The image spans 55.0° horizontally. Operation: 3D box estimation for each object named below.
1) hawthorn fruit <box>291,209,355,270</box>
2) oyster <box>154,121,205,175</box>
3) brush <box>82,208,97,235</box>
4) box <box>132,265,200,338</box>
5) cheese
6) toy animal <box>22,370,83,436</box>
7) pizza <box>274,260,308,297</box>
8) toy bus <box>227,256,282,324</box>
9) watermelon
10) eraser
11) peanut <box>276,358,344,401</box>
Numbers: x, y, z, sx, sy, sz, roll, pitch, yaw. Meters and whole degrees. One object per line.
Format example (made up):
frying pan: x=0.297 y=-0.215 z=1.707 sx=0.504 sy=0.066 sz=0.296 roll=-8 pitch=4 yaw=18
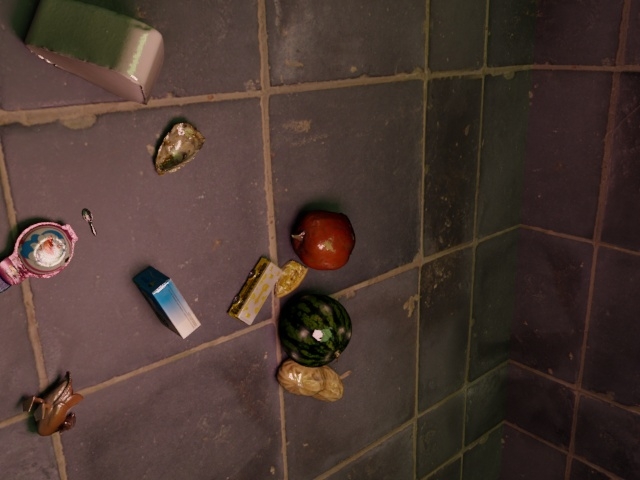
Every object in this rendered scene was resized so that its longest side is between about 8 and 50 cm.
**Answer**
hawthorn fruit: x=0.000 y=0.000 z=2.144 sx=0.250 sy=0.215 sz=0.215 roll=10 pitch=96 yaw=-45
oyster: x=-0.415 y=-0.260 z=1.784 sx=0.105 sy=0.056 sz=0.177 roll=31 pitch=80 yaw=-32
brush: x=-0.630 y=-0.049 z=1.683 sx=0.024 sy=0.008 sz=0.083 roll=-33 pitch=123 yaw=-35
box: x=-0.456 y=0.183 z=1.823 sx=0.073 sy=0.139 sz=0.194 roll=-41 pitch=127 yaw=-25
cheese: x=-0.738 y=0.044 z=1.577 sx=0.244 sy=0.062 sz=0.155 roll=-38 pitch=127 yaw=-27
toy animal: x=-0.722 y=0.459 z=1.714 sx=0.188 sy=0.089 sz=0.179 roll=-61 pitch=150 yaw=-11
pizza: x=-0.109 y=0.135 z=2.197 sx=0.160 sy=0.036 sz=0.099 roll=-44 pitch=128 yaw=-24
toy bus: x=-0.220 y=0.173 z=2.082 sx=0.081 sy=0.074 sz=0.226 roll=44 pitch=72 yaw=-42
watermelon: x=-0.017 y=0.317 z=2.197 sx=0.269 sy=0.269 sz=0.268 roll=-14 pitch=112 yaw=-39
eraser: x=-0.510 y=-0.457 z=1.532 sx=0.331 sy=0.331 sz=0.149 roll=24 pitch=85 yaw=-44
peanut: x=-0.028 y=0.527 z=2.314 sx=0.325 sy=0.153 sz=0.140 roll=29 pitch=87 yaw=-37
